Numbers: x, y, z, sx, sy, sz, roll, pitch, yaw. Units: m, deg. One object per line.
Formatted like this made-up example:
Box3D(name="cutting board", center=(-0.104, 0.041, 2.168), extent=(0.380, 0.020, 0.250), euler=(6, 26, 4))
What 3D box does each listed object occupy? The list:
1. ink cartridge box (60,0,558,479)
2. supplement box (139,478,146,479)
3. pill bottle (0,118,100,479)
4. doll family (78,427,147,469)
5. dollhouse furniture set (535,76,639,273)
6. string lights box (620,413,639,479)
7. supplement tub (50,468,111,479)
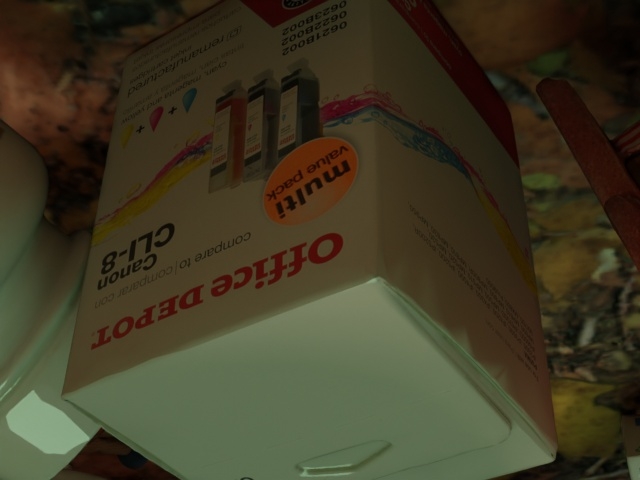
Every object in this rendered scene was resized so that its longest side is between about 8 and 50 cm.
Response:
Box3D(name="ink cartridge box", center=(0.000, 0.000, 0.423), extent=(0.128, 0.176, 0.127), euler=(-23, 135, 25))
Box3D(name="supplement box", center=(-0.196, 0.271, 0.777), extent=(0.220, 0.111, 0.114), euler=(-22, 112, 26))
Box3D(name="pill bottle", center=(-0.178, -0.008, 0.415), extent=(0.229, 0.131, 0.131), euler=(39, 128, -20))
Box3D(name="doll family", center=(-0.212, 0.090, 0.590), extent=(0.263, 0.118, 0.163), euler=(-31, 149, 32))
Box3D(name="dollhouse furniture set", center=(0.136, -0.101, 0.296), extent=(0.201, 0.152, 0.374), euler=(-32, 131, 16))
Box3D(name="string lights box", center=(0.273, 0.227, 0.660), extent=(0.133, 0.077, 0.259), euler=(-13, 98, 15))
Box3D(name="supplement tub", center=(-0.198, 0.272, 0.550), extent=(0.241, 0.241, 0.331), euler=(25, 140, -26))
